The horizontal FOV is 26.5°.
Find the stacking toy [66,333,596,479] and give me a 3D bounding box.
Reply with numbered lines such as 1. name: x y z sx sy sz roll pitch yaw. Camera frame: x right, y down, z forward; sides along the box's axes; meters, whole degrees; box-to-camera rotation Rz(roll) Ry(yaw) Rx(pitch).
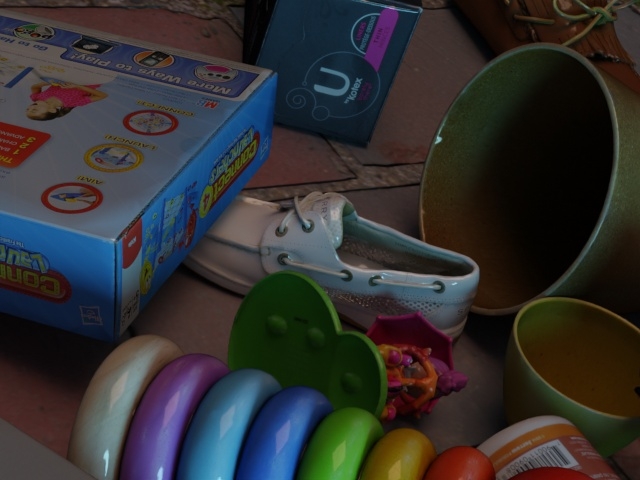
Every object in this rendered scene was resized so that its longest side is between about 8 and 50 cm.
1. stacking toy: 0.021 0.153 0.820 0.330 0.141 0.141 10 32 16

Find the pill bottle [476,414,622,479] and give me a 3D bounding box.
1. pill bottle: 0.181 0.230 0.896 0.121 0.121 0.216 -8 44 -35

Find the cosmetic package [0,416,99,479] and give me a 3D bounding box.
1. cosmetic package: -0.147 0.202 0.734 0.238 0.107 0.127 26 40 25

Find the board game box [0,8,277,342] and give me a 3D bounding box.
1. board game box: -0.230 -0.071 1.063 0.308 0.086 0.302 15 33 14

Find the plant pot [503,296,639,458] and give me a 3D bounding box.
1. plant pot: 0.197 0.124 1.068 0.134 0.095 0.134 13 36 -10

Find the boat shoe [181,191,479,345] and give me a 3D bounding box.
1. boat shoe: 0.000 0.000 1.131 0.277 0.096 0.098 18 38 -3

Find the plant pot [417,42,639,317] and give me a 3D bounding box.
1. plant pot: 0.258 -0.029 1.223 0.254 0.237 0.237 14 33 -36

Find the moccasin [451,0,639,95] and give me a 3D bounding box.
1. moccasin: 0.282 -0.248 1.570 0.139 0.147 0.380 3 39 -25

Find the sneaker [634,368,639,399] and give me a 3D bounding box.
1. sneaker: 0.293 0.148 0.930 0.182 0.127 0.315 37 30 8

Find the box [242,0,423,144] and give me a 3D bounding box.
1. box: 0.006 -0.249 1.411 0.143 0.165 0.270 13 36 -11

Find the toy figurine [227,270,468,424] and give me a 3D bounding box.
1. toy figurine: 0.045 0.093 1.006 0.159 0.130 0.173 4 5 -40
